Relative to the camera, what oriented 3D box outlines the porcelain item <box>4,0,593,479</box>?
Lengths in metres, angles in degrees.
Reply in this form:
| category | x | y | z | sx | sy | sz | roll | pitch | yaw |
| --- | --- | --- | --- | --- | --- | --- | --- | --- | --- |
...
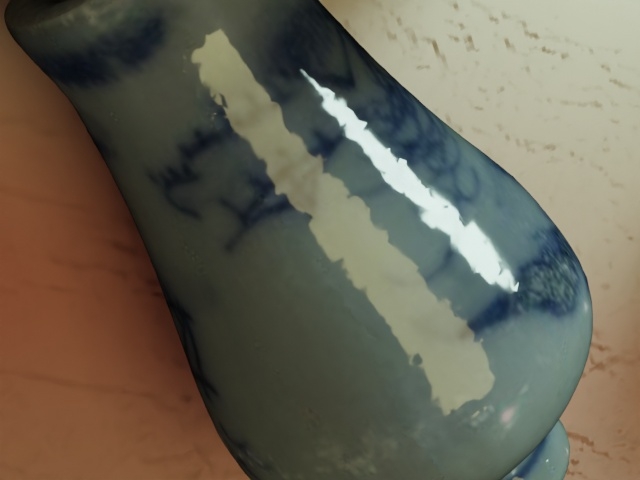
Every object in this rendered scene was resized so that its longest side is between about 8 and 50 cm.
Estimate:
| category | x | y | z | sx | sy | sz | roll | pitch | yaw |
| --- | --- | --- | --- | --- | --- | --- | --- | --- | --- |
| porcelain item | 0.000 | 0.000 | 0.664 | 0.141 | 0.141 | 0.259 | -43 | 118 | -13 |
